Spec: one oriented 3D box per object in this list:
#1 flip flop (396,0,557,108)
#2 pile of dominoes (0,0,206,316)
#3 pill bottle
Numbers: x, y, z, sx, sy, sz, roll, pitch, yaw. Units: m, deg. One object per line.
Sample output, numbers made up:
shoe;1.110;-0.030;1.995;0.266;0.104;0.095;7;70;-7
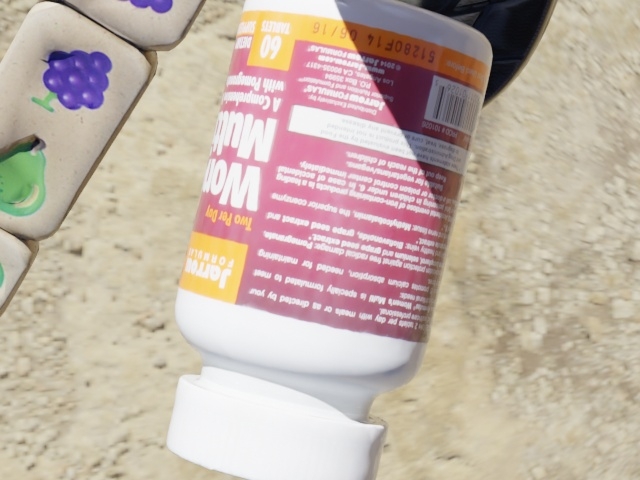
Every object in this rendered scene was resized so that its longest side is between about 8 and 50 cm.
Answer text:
flip flop;0.103;-0.183;0.949;0.112;0.080;0.277;25;85;10
pile of dominoes;-0.174;-0.046;0.333;0.251;0.040;0.196;30;121;-9
pill bottle;0.000;0.000;0.737;0.121;0.121;0.221;13;90;19
